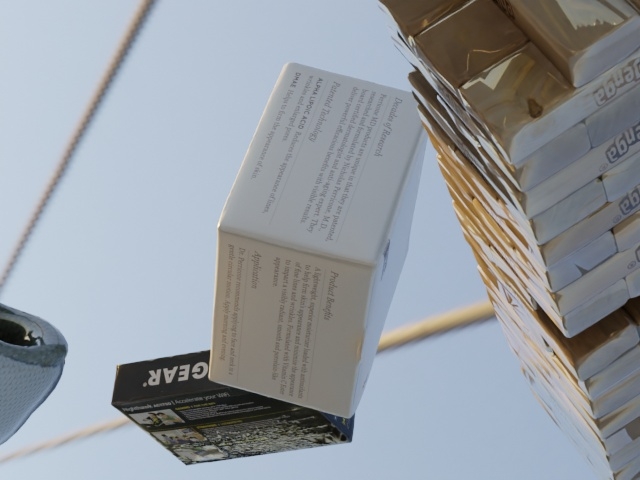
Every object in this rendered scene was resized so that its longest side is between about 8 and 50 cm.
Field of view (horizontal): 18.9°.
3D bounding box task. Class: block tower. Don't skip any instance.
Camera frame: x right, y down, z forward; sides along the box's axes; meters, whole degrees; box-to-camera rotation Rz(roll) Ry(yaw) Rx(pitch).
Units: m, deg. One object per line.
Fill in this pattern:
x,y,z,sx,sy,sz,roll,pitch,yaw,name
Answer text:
0.114,-0.004,0.767,0.097,0.091,0.335,55,-6,37,block tower

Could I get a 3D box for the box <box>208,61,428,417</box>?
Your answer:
0.000,0.000,1.429,0.119,0.182,0.181,15,-41,6,box

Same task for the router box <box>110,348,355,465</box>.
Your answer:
-0.077,0.146,1.718,0.179,0.046,0.133,-11,-35,26,router box

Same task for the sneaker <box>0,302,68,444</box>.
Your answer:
-0.156,-0.048,0.464,0.271,0.108,0.100,63,-5,-22,sneaker
